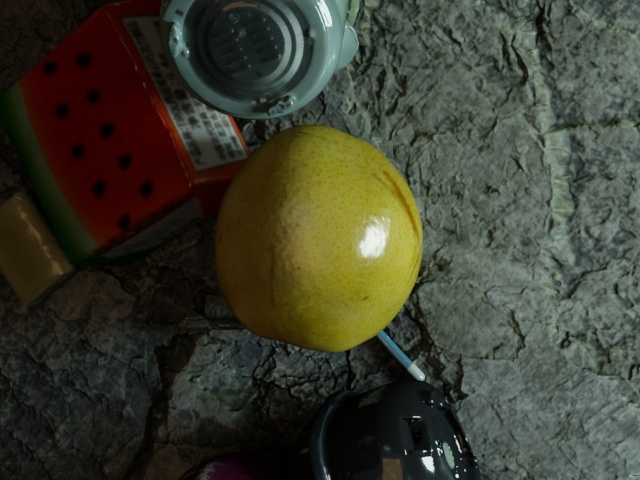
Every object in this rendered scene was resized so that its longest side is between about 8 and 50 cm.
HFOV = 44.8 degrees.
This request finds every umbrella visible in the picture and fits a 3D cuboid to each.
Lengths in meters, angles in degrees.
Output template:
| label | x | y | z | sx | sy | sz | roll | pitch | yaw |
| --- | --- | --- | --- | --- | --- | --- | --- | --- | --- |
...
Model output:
| label | x | y | z | sx | sy | sz | roll | pitch | yaw |
| --- | --- | --- | --- | --- | --- | --- | --- | --- | --- |
| umbrella | -0.170 | 0.141 | 1.326 | 0.269 | 0.044 | 0.044 | 1 | 71 | 10 |

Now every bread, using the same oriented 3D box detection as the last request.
| label | x | y | z | sx | sy | sz | roll | pitch | yaw |
| --- | --- | --- | --- | --- | --- | --- | --- | --- | --- |
| bread | -0.534 | 0.016 | 1.418 | 0.139 | 0.060 | 0.178 | -33 | 86 | 21 |

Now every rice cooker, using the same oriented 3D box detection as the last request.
| label | x | y | z | sx | sy | sz | roll | pitch | yaw |
| --- | --- | --- | --- | --- | --- | --- | --- | --- | --- |
| rice cooker | 0.101 | 0.335 | 1.135 | 0.224 | 0.267 | 0.267 | -23 | 89 | 22 |
| rice cooker | -0.085 | -0.328 | 1.101 | 0.317 | 0.317 | 0.264 | 43 | 124 | 10 |

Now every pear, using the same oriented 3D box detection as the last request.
| label | x | y | z | sx | sy | sz | roll | pitch | yaw |
| --- | --- | --- | --- | --- | --- | --- | --- | --- | --- |
| pear | 0.000 | 0.000 | 1.102 | 0.314 | 0.314 | 0.314 | 2 | 98 | 19 |

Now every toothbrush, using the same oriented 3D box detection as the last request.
| label | x | y | z | sx | sy | sz | roll | pitch | yaw |
| --- | --- | --- | --- | --- | --- | --- | --- | --- | --- |
| toothbrush | 0.067 | 0.121 | 1.241 | 0.275 | 0.019 | 0.025 | 49 | 114 | 8 |

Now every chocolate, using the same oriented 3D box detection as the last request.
| label | x | y | z | sx | sy | sz | roll | pitch | yaw |
| --- | --- | --- | --- | --- | --- | --- | --- | --- | --- |
| chocolate | -0.324 | -0.167 | 1.252 | 0.341 | 0.161 | 0.360 | -28 | 88 | 30 |

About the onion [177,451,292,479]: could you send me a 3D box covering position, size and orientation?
| label | x | y | z | sx | sy | sz | roll | pitch | yaw |
| --- | --- | --- | --- | --- | --- | --- | --- | --- | --- |
| onion | -0.174 | 0.504 | 1.207 | 0.385 | 0.348 | 0.347 | -6 | 95 | 18 |
